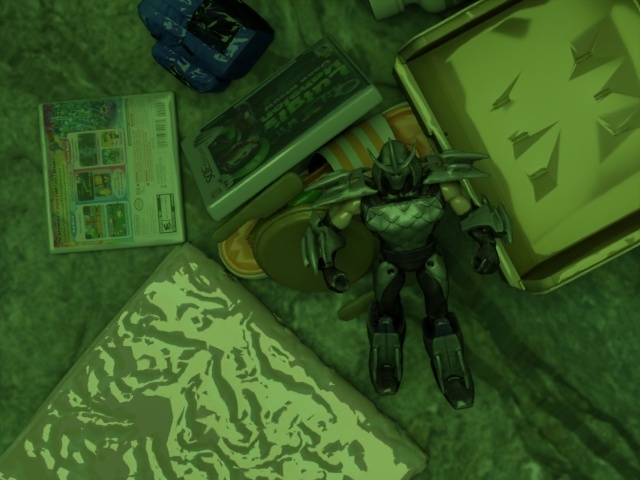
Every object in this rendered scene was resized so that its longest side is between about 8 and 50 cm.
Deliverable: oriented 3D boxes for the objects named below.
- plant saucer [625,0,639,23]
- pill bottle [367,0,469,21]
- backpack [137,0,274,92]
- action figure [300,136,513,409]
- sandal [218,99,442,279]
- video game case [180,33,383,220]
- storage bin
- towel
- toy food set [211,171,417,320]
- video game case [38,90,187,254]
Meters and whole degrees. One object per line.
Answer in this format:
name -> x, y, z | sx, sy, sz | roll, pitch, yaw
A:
plant saucer -> 0.380, -0.285, 1.231 | 0.192, 0.018, 0.067 | -29, 86, 5
pill bottle -> 0.126, -0.284, 1.207 | 0.187, 0.112, 0.112 | -21, 87, 5
backpack -> -0.124, -0.210, 1.237 | 0.120, 0.098, 0.101 | 40, 96, 4
action figure -> 0.083, 0.023, 1.134 | 0.185, 0.099, 0.285 | -3, 129, 10
sandal -> 0.016, -0.042, 1.230 | 0.265, 0.076, 0.102 | -33, 86, 3
video game case -> -0.043, -0.114, 1.199 | 0.190, 0.173, 0.022 | -36, 119, 3
storage bin -> 0.238, -0.121, 1.172 | 0.260, 0.123, 0.262 | -28, 93, 1
towel -> -0.113, 0.222, 1.250 | 0.332, 0.053, 0.317 | 41, 94, 5
toy food set -> 0.000, 0.000, 1.200 | 0.132, 0.038, 0.192 | -34, 128, 30
video game case -> -0.214, -0.069, 1.282 | 0.143, 0.019, 0.157 | -5, 89, 6
